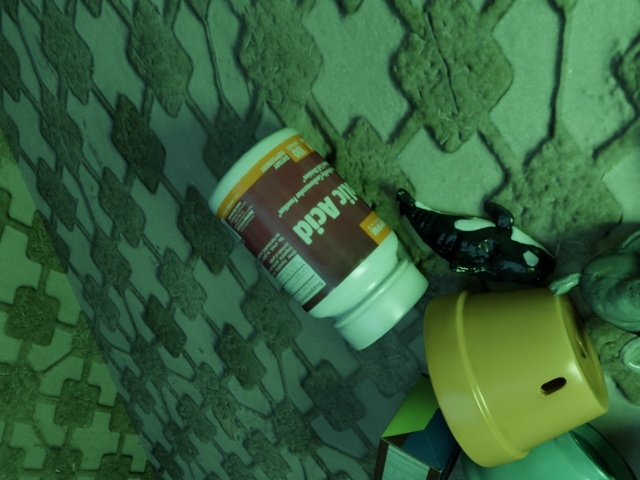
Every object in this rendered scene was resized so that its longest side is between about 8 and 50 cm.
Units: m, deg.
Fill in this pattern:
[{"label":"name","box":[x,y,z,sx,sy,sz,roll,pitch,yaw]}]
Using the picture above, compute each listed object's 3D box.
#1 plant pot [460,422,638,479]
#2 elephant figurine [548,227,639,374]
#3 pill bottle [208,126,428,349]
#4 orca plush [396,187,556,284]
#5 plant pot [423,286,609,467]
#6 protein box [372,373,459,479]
[{"label":"plant pot","box":[0.431,0.433,0.999,0.293,0.293,0.196,41,110,7]},{"label":"elephant figurine","box":[0.490,0.112,0.795,0.239,0.169,0.186,52,169,-27]},{"label":"pill bottle","box":[0.000,0.000,1.043,0.392,0.224,0.224,46,137,1]},{"label":"orca plush","box":[0.242,0.004,0.939,0.287,0.102,0.151,37,136,12]},{"label":"plant pot","box":[0.326,0.199,0.907,0.203,0.291,0.291,-25,103,29]},{"label":"protein box","box":[0.223,0.445,1.201,0.136,0.200,0.201,24,132,24]}]
